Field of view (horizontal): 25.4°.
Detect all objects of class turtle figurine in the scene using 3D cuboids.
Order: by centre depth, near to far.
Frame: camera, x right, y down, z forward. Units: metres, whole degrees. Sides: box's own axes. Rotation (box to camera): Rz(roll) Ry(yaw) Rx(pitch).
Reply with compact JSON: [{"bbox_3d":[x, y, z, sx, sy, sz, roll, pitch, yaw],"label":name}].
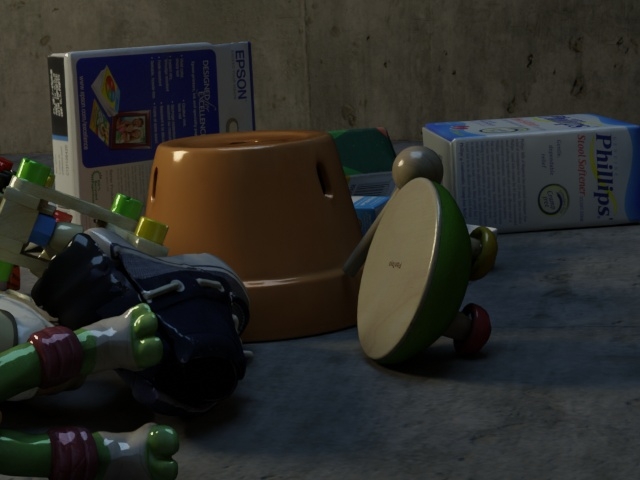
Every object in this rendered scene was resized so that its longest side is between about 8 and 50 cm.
[{"bbox_3d":[-0.223,0.109,0.953,0.266,0.275,0.198,-4,43,-29],"label":"turtle figurine"}]

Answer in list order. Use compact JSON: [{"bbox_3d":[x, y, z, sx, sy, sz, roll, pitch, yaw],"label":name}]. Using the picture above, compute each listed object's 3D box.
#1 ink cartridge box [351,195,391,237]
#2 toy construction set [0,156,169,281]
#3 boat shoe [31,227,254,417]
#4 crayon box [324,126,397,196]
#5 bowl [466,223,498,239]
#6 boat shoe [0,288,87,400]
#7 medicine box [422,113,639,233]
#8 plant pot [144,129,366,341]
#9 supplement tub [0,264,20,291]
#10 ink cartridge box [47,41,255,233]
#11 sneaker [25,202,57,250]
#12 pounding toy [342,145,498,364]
[{"bbox_3d":[0.000,0.000,1.765,0.181,0.104,0.061,2,17,25],"label":"ink cartridge box"},{"bbox_3d":[-0.273,-0.003,1.463,0.215,0.151,0.327,20,-14,-8],"label":"toy construction set"},{"bbox_3d":[-0.120,0.095,1.295,0.158,0.127,0.340,44,10,21],"label":"boat shoe"},{"bbox_3d":[-0.074,-0.052,1.877,0.318,0.081,0.202,-6,-29,-20],"label":"crayon box"},{"bbox_3d":[0.141,0.013,1.813,0.142,0.053,0.142,-10,12,-41],"label":"bowl"},{"bbox_3d":[-0.310,0.098,1.333,0.103,0.113,0.302,14,2,-30],"label":"boat shoe"},{"bbox_3d":[0.322,-0.107,2.188,0.289,0.149,0.263,-5,10,-5],"label":"medicine box"},{"bbox_3d":[-0.080,-0.015,1.606,0.290,0.204,0.291,-4,9,1],"label":"plant pot"},{"bbox_3d":[-0.469,0.026,1.739,0.190,0.117,0.117,-5,10,-16],"label":"supplement tub"},{"bbox_3d":[-0.224,-0.116,1.951,0.307,0.304,0.072,-11,13,-44],"label":"ink cartridge box"},{"bbox_3d":[-0.487,-0.053,2.224,0.305,0.114,0.152,5,14,41],"label":"sneaker"},{"bbox_3d":[0.117,0.028,1.399,0.110,0.183,0.237,16,25,-17],"label":"pounding toy"}]
